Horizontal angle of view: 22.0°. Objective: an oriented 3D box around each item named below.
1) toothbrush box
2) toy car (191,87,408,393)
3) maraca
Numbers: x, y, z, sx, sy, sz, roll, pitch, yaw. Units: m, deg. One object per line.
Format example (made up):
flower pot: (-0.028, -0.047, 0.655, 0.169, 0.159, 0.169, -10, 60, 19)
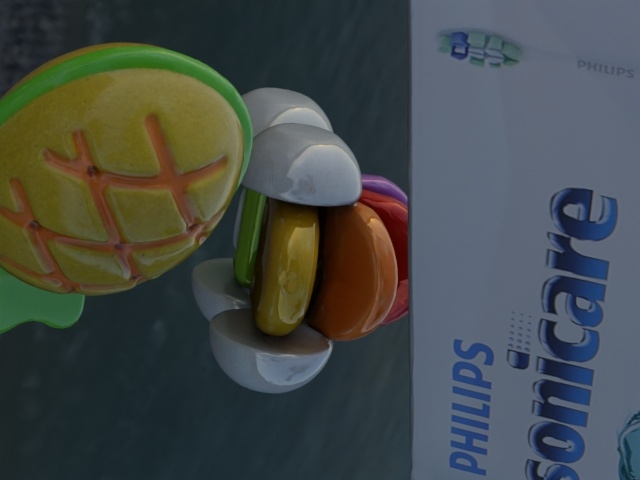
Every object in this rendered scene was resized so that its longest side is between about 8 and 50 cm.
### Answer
toothbrush box: (0.174, -0.016, 0.383, 0.216, 0.295, 0.126, 85, 20, -48)
toy car: (0.000, 0.000, 1.014, 0.182, 0.136, 0.159, -120, -142, -66)
maraca: (-0.113, -0.019, 0.756, 0.185, 0.099, 0.127, -40, 131, 23)
